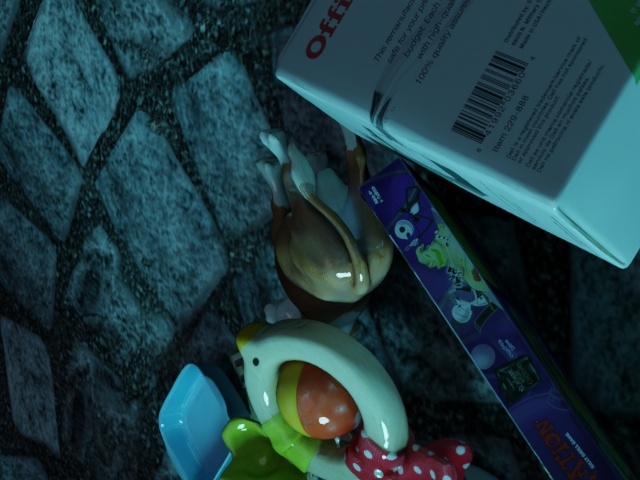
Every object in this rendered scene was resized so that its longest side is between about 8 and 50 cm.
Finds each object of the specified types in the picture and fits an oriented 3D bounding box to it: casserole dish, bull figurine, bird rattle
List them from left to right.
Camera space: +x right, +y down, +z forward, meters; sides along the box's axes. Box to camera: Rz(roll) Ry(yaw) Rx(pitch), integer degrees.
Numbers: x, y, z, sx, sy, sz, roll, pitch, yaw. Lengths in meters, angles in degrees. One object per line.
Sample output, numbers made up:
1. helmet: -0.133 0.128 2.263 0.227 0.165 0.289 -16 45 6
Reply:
1. casserole dish: -0.128 0.208 1.651 0.114 0.037 0.188 58 144 21
2. bull figurine: 0.000 0.000 1.321 0.310 0.101 0.188 133 123 -73
3. bird rattle: 0.011 0.166 1.286 0.253 0.143 0.207 12 130 47

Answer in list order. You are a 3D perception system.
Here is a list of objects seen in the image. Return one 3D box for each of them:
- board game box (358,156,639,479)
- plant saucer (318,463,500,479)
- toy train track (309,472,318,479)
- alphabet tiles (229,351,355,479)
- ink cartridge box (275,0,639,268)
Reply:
1. board game box: 0.162 0.103 1.144 0.056 0.208 0.347 -37 70 12
2. plant saucer: 0.045 0.383 1.315 0.400 0.400 0.100 11 149 49
3. toy train track: -0.014 0.227 1.531 0.048 0.014 0.083 1 106 51
4. alphabet tiles: -0.023 0.219 1.558 0.198 0.009 0.237 -28 82 52
5. ink cartridge box: 0.138 -0.141 1.054 0.289 0.121 0.211 31 90 41
